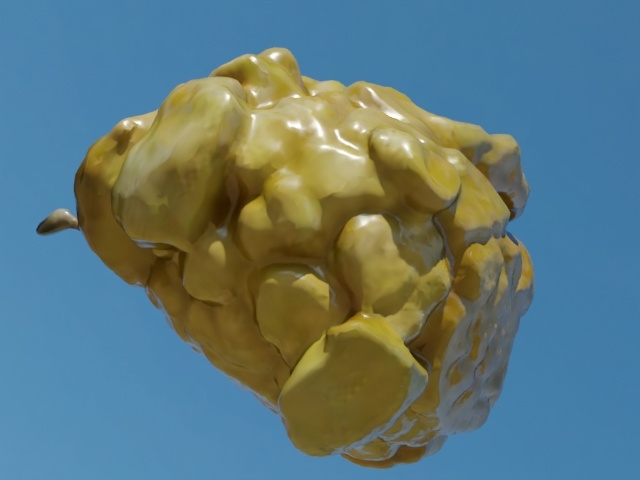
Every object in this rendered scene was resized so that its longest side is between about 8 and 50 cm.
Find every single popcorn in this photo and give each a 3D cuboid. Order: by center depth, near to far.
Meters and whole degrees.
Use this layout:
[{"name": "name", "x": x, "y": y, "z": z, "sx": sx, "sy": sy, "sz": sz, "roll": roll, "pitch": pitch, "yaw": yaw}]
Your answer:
[{"name": "popcorn", "x": 0.011, "y": 0.006, "z": 0.622, "sx": 0.194, "sy": 0.140, "sz": 0.163, "roll": 37, "pitch": -7, "yaw": -40}]
